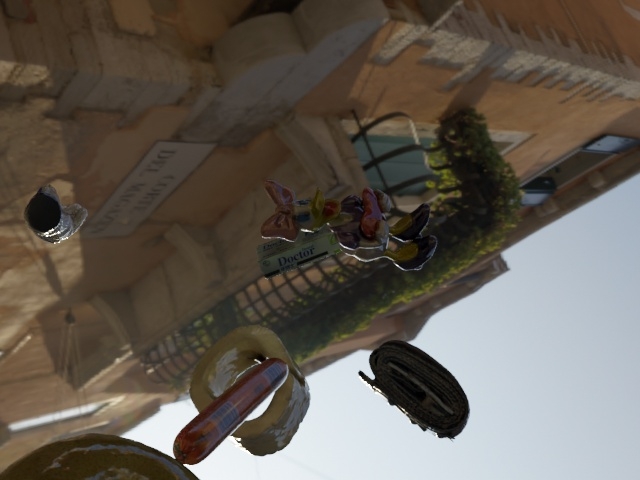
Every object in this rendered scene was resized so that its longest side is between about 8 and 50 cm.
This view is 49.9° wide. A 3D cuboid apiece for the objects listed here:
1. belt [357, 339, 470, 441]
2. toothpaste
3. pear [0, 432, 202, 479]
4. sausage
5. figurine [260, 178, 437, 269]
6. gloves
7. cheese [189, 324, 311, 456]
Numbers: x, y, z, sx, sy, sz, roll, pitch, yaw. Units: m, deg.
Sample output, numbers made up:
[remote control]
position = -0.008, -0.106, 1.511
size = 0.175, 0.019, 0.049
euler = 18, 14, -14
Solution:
[belt]
position = 0.192, 0.287, 1.324
size = 0.218, 0.128, 0.122
euler = 36, -100, 25
[toothpaste]
position = 0.000, 0.000, 1.788
size = 0.081, 0.337, 0.067
euler = -104, 172, -64
[pear]
position = -0.186, 0.273, 0.585
size = 0.229, 0.188, 0.211
euler = 26, -44, -5
[sausage]
position = -0.125, 0.246, 1.034
size = 0.053, 0.348, 0.053
euler = 4, -78, 19
[figurine]
position = 0.069, -0.037, 1.573
size = 0.193, 0.421, 0.154
euler = -30, -129, 45
[gloves]
position = -0.518, -0.055, 1.330
size = 0.229, 0.097, 0.119
euler = -126, -165, -84
[cheese]
position = -0.183, 0.409, 1.882
size = 0.292, 0.153, 0.332
euler = -42, -128, -13
